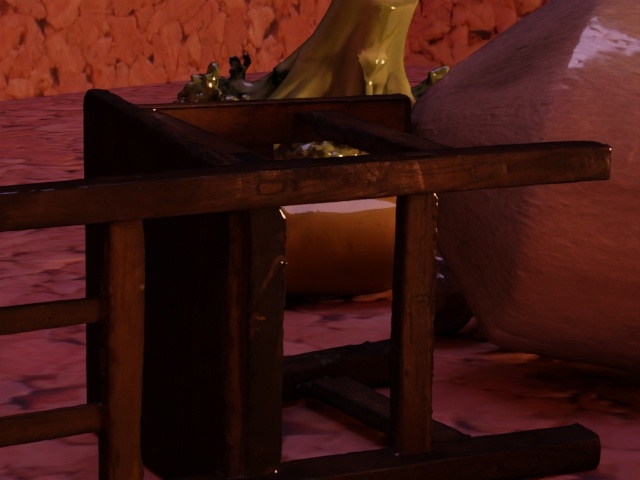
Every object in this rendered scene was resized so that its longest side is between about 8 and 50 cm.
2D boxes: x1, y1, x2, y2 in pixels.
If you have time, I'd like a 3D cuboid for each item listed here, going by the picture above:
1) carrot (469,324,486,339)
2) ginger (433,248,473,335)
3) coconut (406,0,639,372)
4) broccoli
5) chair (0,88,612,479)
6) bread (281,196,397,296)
[{"bbox_3d":[0.267,0.036,1.264,0.342,0.070,0.070,-9,12,-17],"label":"carrot"},{"bbox_3d":[0.143,0.023,1.301,0.204,0.080,0.104,-4,15,-25],"label":"ginger"},{"bbox_3d":[0.181,-0.038,1.127,0.266,0.237,0.237,9,12,9],"label":"coconut"},{"bbox_3d":[0.016,-0.098,1.644,0.260,0.235,0.288,-37,-3,35],"label":"broccoli"},{"bbox_3d":[-0.086,0.034,0.953,0.416,0.203,0.240,-5,14,-26],"label":"chair"},{"bbox_3d":[0.000,0.002,1.430,0.173,0.085,0.134,-3,6,0],"label":"bread"}]
